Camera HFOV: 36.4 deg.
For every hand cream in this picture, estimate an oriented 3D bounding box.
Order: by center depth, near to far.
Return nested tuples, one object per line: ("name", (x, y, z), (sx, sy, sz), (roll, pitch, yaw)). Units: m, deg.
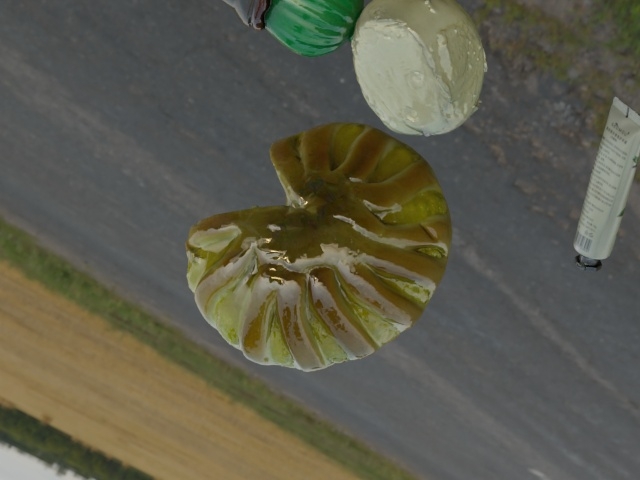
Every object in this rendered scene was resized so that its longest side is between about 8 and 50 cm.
("hand cream", (0.376, -0.067, 1.276), (0.050, 0.233, 0.080), (-4, -148, -17))

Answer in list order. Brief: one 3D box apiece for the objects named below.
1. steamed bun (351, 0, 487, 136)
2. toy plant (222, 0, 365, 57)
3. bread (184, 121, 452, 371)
("steamed bun", (0.086, -0.161, 0.853), (0.113, 0.091, 0.130), (6, 133, 45))
("toy plant", (-0.022, -0.251, 0.915), (0.201, 0.142, 0.105), (20, -157, -10))
("bread", (0.000, 0.000, 1.178), (0.333, 0.333, 0.160), (20, 163, 20))
